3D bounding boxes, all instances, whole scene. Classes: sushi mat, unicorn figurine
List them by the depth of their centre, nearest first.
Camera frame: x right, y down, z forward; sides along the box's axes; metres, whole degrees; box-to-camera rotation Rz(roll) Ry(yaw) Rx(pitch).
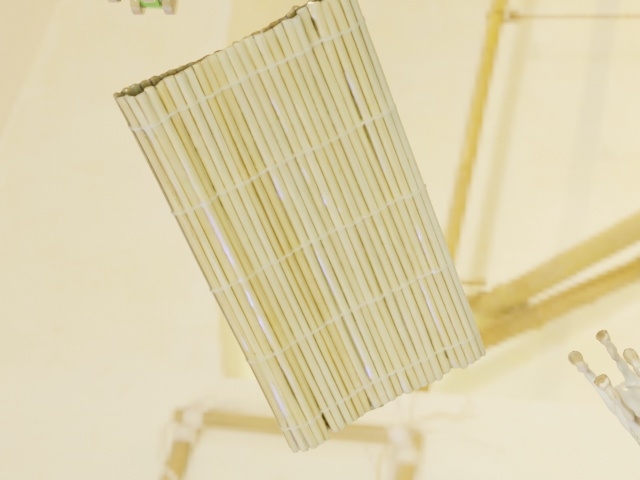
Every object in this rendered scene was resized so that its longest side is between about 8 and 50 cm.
[{"bbox_3d":[0.000,0.000,0.943,0.019,0.151,0.316,52,168,51],"label":"sushi mat"},{"bbox_3d":[0.236,0.118,1.115,0.111,0.060,0.162,50,-159,-16],"label":"unicorn figurine"}]

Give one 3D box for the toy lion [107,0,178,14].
[{"bbox_3d":[-0.124,-0.208,1.043,0.100,0.034,0.096,-1,-88,-82],"label":"toy lion"}]
